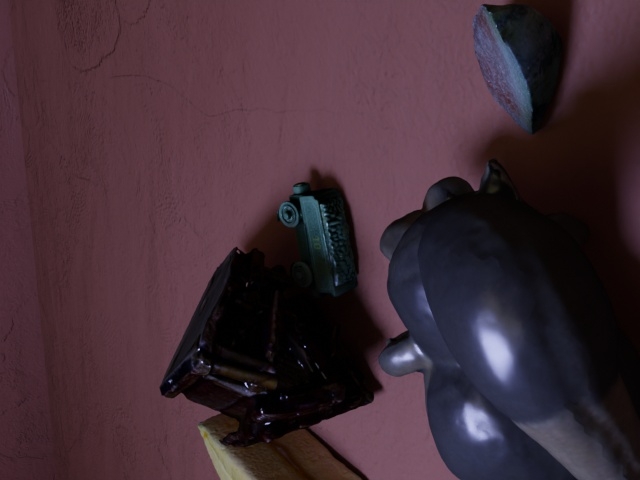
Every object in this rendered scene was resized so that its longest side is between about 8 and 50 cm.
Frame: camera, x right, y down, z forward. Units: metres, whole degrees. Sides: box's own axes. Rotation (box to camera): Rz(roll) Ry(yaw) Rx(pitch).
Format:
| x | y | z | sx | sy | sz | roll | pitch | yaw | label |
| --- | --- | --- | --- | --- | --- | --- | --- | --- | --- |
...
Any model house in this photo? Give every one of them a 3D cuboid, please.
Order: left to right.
| x | y | z | sx | sy | sz | roll | pitch | yaw | label |
| --- | --- | --- | --- | --- | --- | --- | --- | --- | --- |
| -0.047 | 0.160 | 1.203 | 0.282 | 0.297 | 0.317 | 30 | 149 | -9 | model house |

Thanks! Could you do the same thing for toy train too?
| x | y | z | sx | sy | sz | roll | pitch | yaw | label |
| --- | --- | --- | --- | --- | --- | --- | --- | --- | --- |
| 0.000 | 0.000 | 1.184 | 0.099 | 0.070 | 0.172 | 1 | 106 | 43 | toy train |

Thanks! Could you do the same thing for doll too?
| x | y | z | sx | sy | sz | roll | pitch | yaw | label |
| --- | --- | --- | --- | --- | --- | --- | --- | --- | --- |
| 0.179 | 0.134 | 0.764 | 0.252 | 0.378 | 0.382 | -31 | 92 | 19 | doll |

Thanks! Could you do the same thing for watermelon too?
| x | y | z | sx | sy | sz | roll | pitch | yaw | label |
| --- | --- | --- | --- | --- | --- | --- | --- | --- | --- |
| 0.192 | -0.184 | 0.818 | 0.094 | 0.081 | 0.180 | 29 | 166 | 20 | watermelon |

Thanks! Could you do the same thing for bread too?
| x | y | z | sx | sy | sz | roll | pitch | yaw | label |
| --- | --- | --- | --- | --- | --- | --- | --- | --- | --- |
| -0.070 | 0.360 | 1.355 | 0.264 | 0.168 | 0.163 | 57 | 141 | 21 | bread |
